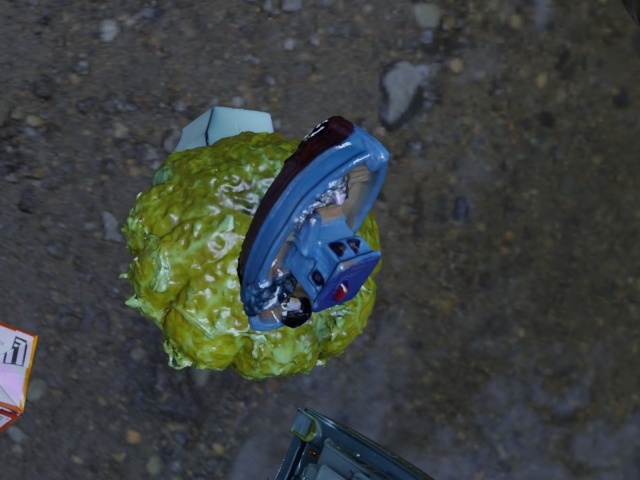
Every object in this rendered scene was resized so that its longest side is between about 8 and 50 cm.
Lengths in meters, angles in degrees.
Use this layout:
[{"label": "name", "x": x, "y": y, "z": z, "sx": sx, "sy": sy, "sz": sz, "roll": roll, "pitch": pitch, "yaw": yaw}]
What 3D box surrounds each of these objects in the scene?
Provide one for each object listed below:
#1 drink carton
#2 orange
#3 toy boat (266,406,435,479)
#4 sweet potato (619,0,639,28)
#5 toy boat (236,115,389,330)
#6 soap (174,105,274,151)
[{"label": "drink carton", "x": -0.373, "y": 0.166, "z": 1.213, "sx": 0.071, "sy": 0.223, "sz": 0.096, "roll": 27, "pitch": 45, "yaw": -29}, {"label": "orange", "x": -0.075, "y": 0.006, "z": 1.379, "sx": 0.301, "sy": 0.223, "sz": 0.300, "roll": 14, "pitch": 68, "yaw": -10}, {"label": "toy boat", "x": 0.054, "y": 0.253, "z": 1.084, "sx": 0.122, "sy": 0.296, "sz": 0.114, "roll": 19, "pitch": 94, "yaw": -39}, {"label": "sweet potato", "x": 0.293, "y": -0.202, "z": 1.025, "sx": 0.074, "sy": 0.269, "sz": 0.075, "roll": -10, "pitch": 125, "yaw": -15}, {"label": "toy boat", "x": 0.000, "y": 0.000, "z": 0.978, "sx": 0.100, "sy": 0.097, "sz": 0.223, "roll": -17, "pitch": 149, "yaw": -39}, {"label": "soap", "x": -0.125, "y": -0.065, "z": 1.713, "sx": 0.145, "sy": 0.091, "sz": 0.231, "roll": 1, "pitch": 70, "yaw": -38}]
